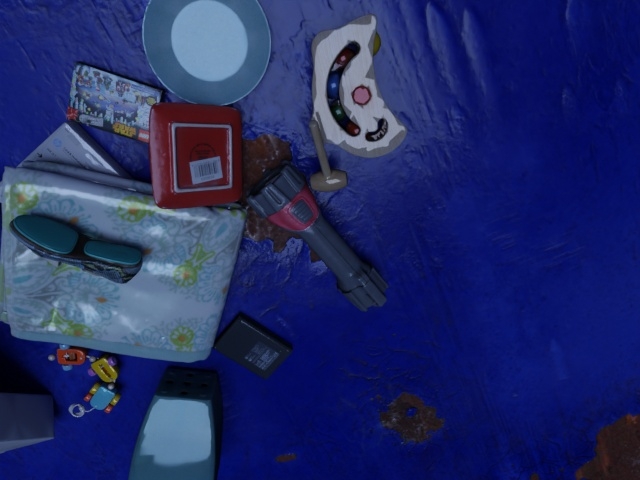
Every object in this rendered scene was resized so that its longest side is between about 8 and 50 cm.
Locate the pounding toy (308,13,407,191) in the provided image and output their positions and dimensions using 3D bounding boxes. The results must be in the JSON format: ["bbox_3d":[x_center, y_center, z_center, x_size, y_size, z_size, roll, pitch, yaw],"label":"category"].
[{"bbox_3d":[0.061,-0.205,0.724,0.154,0.154,0.269,0,111,0],"label":"pounding toy"}]

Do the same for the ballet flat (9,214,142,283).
[{"bbox_3d":[-0.372,0.022,0.706,0.189,0.070,0.070,22,108,-17],"label":"ballet flat"}]

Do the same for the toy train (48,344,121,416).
[{"bbox_3d":[-0.461,0.269,0.930,0.125,0.046,0.166,-2,108,-2],"label":"toy train"}]

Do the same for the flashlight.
[{"bbox_3d":[0.000,0.000,0.835,0.103,0.103,0.304,-25,119,33],"label":"flashlight"}]

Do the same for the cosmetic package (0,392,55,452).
[{"bbox_3d":[-0.704,0.335,0.782,0.285,0.377,0.097,-18,69,1],"label":"cosmetic package"}]

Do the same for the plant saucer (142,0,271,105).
[{"bbox_3d":[-0.175,-0.311,0.728,0.195,0.037,0.194,-1,111,-3],"label":"plant saucer"}]

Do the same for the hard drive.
[{"bbox_3d":[-0.138,0.217,0.944,0.135,0.022,0.094,37,106,-17],"label":"hard drive"}]

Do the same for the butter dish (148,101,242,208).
[{"bbox_3d":[-0.219,-0.139,0.756,0.160,0.118,0.159,-12,109,-43],"label":"butter dish"}]

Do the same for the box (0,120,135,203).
[{"bbox_3d":[-0.435,-0.090,0.794,0.186,0.038,0.145,-38,110,11],"label":"box"}]

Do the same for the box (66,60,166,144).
[{"bbox_3d":[-0.332,-0.222,0.756,0.137,0.027,0.093,16,110,-10],"label":"box"}]

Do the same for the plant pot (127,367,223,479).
[{"bbox_3d":[-0.279,0.389,0.930,0.166,0.165,0.234,8,104,-8],"label":"plant pot"}]

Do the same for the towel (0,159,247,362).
[{"bbox_3d":[-0.344,0.051,0.804,0.375,0.090,0.320,12,116,-16],"label":"towel"}]
